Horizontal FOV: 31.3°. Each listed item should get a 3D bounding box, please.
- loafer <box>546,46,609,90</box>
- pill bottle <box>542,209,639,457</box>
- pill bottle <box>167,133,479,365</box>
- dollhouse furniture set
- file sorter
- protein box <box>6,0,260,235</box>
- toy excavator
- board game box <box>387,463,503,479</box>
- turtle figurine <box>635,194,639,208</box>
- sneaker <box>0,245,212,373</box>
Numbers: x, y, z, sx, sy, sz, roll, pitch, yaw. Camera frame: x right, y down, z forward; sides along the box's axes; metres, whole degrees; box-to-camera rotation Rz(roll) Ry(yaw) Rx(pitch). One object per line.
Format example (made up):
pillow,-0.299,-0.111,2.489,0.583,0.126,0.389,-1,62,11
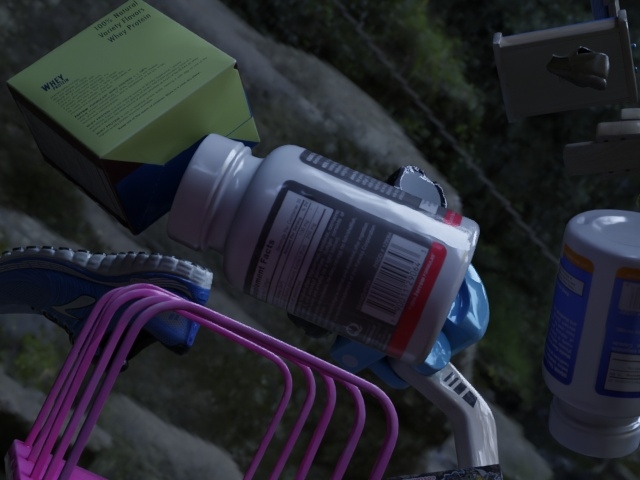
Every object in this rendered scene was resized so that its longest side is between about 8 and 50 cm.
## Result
loafer,0.368,-0.245,1.606,0.056,0.050,0.148,22,9,-21
pill bottle,0.346,0.113,1.352,0.152,0.272,0.152,4,23,-2
pill bottle,0.000,0.000,1.266,0.319,0.176,0.176,23,4,4
dollhouse furniture set,0.412,-0.292,1.864,0.303,0.198,0.286,-69,147,-54
file sorter,-0.093,0.144,0.828,0.202,0.182,0.291,28,-7,-15
protein box,-0.220,-0.152,1.357,0.201,0.200,0.136,36,-25,34
toy excavator,0.167,0.173,1.758,0.445,0.222,0.433,41,44,-10
board game box,0.172,0.455,1.349,0.291,0.141,0.232,-92,171,-48
turtle figurine,0.595,-0.043,1.910,0.269,0.217,0.087,26,-32,57
sneaker,-0.298,0.090,1.441,0.330,0.147,0.130,1,-13,25
